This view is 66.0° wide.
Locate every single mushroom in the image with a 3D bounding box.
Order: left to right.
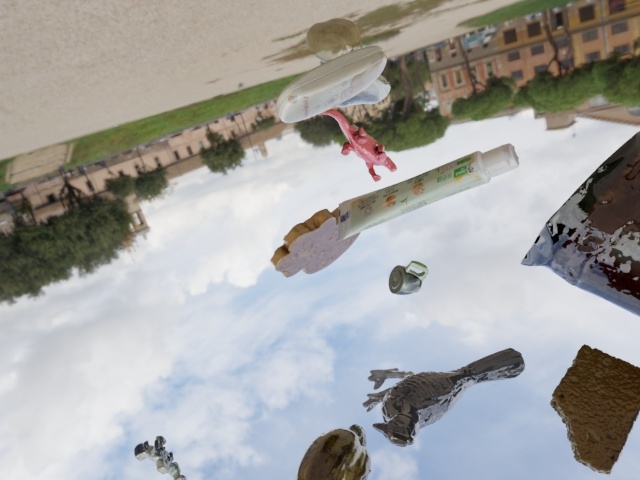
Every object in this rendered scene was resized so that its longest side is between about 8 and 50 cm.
[{"bbox_3d":[0.064,-0.392,1.106,0.159,0.122,0.329,-22,171,9],"label":"mushroom"}]

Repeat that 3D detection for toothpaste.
[{"bbox_3d":[0.155,-0.078,0.794,0.314,0.056,0.058,-20,-169,33],"label":"toothpaste"}]

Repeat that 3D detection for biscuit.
[{"bbox_3d":[-0.001,-0.001,1.047,0.289,0.044,0.202,-13,144,-52],"label":"biscuit"},{"bbox_3d":[0.485,0.292,0.874,0.131,0.026,0.237,21,-130,39],"label":"biscuit"}]

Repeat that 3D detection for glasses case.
[{"bbox_3d":[0.019,-0.243,0.765,0.204,0.051,0.081,-32,174,-21],"label":"glasses case"}]

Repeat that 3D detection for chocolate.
[{"bbox_3d":[0.659,0.006,0.971,0.384,0.383,0.331,-28,-116,-31],"label":"chocolate"}]

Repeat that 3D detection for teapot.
[{"bbox_3d":[0.277,0.123,1.521,0.091,0.092,0.124,13,157,-23],"label":"teapot"}]

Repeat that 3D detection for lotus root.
[{"bbox_3d":[0.023,0.407,0.879,0.120,0.120,0.209,-7,-162,32],"label":"lotus root"}]

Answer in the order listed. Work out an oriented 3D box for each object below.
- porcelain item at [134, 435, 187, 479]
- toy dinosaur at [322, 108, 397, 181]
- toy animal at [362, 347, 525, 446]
[{"bbox_3d":[-0.284,0.380,0.880,0.021,0.136,0.075,-31,-144,-2],"label":"porcelain item"},{"bbox_3d":[0.076,-0.246,1.122,0.070,0.286,0.139,-38,-143,28],"label":"toy dinosaur"},{"bbox_3d":[0.163,0.251,0.807,0.367,0.081,0.206,-10,179,-44],"label":"toy animal"}]
